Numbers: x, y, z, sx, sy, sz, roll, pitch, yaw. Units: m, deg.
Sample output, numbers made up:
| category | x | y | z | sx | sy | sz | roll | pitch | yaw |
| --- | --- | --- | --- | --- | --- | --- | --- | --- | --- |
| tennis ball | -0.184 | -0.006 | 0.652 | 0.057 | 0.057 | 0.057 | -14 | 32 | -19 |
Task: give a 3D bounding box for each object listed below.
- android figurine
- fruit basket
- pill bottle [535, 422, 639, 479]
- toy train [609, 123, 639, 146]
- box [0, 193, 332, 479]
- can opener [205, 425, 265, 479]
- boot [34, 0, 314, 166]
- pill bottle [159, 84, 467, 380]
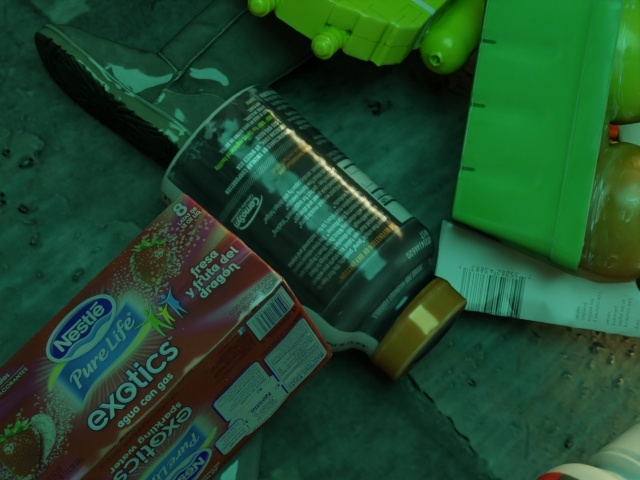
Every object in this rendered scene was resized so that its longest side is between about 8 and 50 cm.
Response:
| category | x | y | z | sx | sy | sz | roll | pitch | yaw |
| --- | --- | --- | --- | --- | --- | --- | --- | --- | --- |
| android figurine | 0.031 | -0.231 | 1.495 | 0.248 | 0.056 | 0.273 | 33 | 38 | 5 |
| fruit basket | 0.286 | -0.081 | 1.436 | 0.353 | 0.165 | 0.327 | 8 | 93 | -3 |
| pill bottle | 0.175 | 0.267 | 1.295 | 0.283 | 0.161 | 0.161 | -35 | 76 | -23 |
| toy train | 0.317 | -0.062 | 1.537 | 0.166 | 0.046 | 0.125 | 43 | 65 | 6 |
| box | -0.132 | 0.111 | 1.279 | 0.257 | 0.128 | 0.122 | -45 | 57 | -8 |
| can opener | -0.089 | 0.207 | 1.322 | 0.093 | 0.074 | 0.280 | 13 | 64 | -3 |
| boot | -0.109 | -0.175 | 1.492 | 0.189 | 0.076 | 0.208 | 38 | 68 | 5 |
| pill bottle | 0.000 | 0.000 | 1.400 | 0.245 | 0.130 | 0.130 | 42 | 66 | 10 |
